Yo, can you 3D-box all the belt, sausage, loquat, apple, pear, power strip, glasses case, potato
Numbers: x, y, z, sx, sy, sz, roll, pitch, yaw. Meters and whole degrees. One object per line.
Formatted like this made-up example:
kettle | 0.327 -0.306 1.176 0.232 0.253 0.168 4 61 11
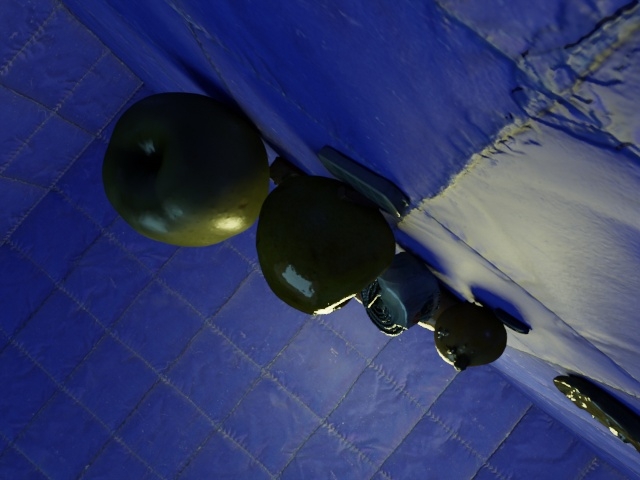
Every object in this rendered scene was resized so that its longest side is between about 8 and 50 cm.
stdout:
belt | 0.212 0.148 1.322 0.207 0.150 0.257 60 157 19
sausage | 0.079 -0.081 0.929 0.116 0.026 0.026 12 -161 -43
loquat | 0.358 0.235 1.162 0.172 0.204 0.149 5 124 32
apple | -0.364 -0.194 1.381 0.474 0.473 0.473 40 178 2
pear | 0.000 0.000 1.037 0.304 0.304 0.304 40 178 2
power strip | 0.069 -0.110 0.858 0.227 0.029 0.080 39 178 39
glasses case | 0.410 0.178 1.034 0.083 0.023 0.033 38 176 46
potato | 0.344 0.204 1.451 0.234 0.146 0.150 39 -151 26

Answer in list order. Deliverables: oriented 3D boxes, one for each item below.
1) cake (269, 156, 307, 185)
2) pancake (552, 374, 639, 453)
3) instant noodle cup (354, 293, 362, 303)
cake | -0.070 -0.162 1.476 0.220 0.086 0.117 39 177 35
pancake | 0.663 0.405 1.083 0.294 0.049 0.294 42 -179 -1
instant noodle cup | 0.146 0.102 1.790 0.264 0.200 0.264 39 177 2
